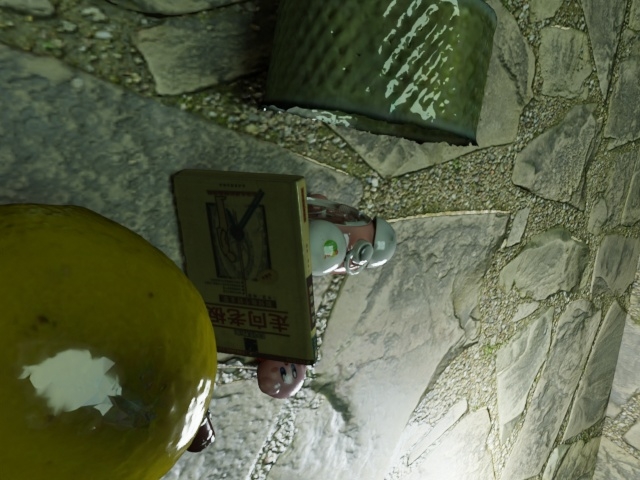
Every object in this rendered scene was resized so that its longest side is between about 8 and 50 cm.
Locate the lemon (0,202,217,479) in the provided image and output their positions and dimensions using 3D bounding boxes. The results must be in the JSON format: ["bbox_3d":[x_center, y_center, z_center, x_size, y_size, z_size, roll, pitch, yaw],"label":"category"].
[{"bbox_3d":[-0.227,0.098,0.522,0.283,0.260,0.261,9,97,-30],"label":"lemon"}]

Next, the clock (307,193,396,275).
[{"bbox_3d":[0.000,0.000,0.797,0.165,0.162,0.093,-4,109,-46],"label":"clock"}]

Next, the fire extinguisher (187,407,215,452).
[{"bbox_3d":[-0.169,0.188,0.770,0.078,0.045,0.157,-63,146,-54],"label":"fire extinguisher"}]

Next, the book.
[{"bbox_3d":[-0.086,0.034,0.722,0.026,0.161,0.231,-45,135,-59],"label":"book"}]

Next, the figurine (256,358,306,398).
[{"bbox_3d":[-0.054,0.186,0.870,0.083,0.071,0.067,-2,146,-39],"label":"figurine"}]

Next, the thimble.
[{"bbox_3d":[0.065,-0.204,0.725,0.270,0.270,0.150,2,100,-47],"label":"thimble"}]
